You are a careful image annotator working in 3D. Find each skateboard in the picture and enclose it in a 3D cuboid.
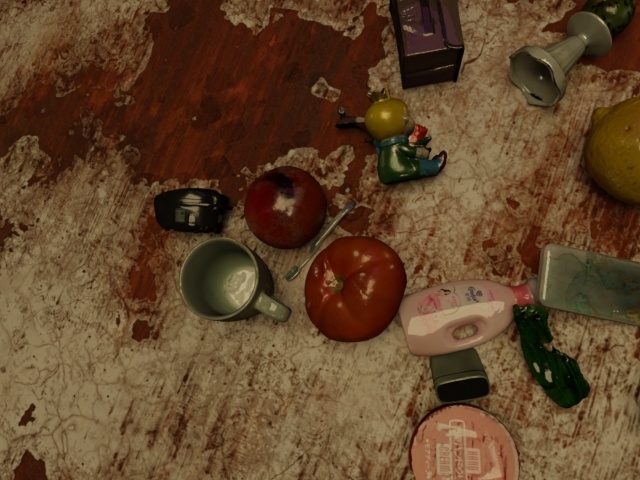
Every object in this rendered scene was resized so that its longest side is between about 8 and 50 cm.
[{"bbox_3d":[0.113,-0.297,1.399,0.151,0.067,0.080,9,89,9],"label":"skateboard"}]

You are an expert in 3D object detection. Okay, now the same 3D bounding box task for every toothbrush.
[{"bbox_3d":[0.000,0.000,1.372,0.021,0.027,0.269,39,86,29],"label":"toothbrush"}]

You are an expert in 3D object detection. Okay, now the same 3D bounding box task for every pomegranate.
[{"bbox_3d":[0.691,-0.567,1.292,0.122,0.161,0.122,-22,38,18],"label":"pomegranate"}]

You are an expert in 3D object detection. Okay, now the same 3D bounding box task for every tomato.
[{"bbox_3d":[0.087,0.115,1.237,0.259,0.180,0.260,-17,65,43],"label":"tomato"},{"bbox_3d":[-0.088,-0.083,1.325,0.208,0.184,0.208,-2,79,11],"label":"tomato"}]

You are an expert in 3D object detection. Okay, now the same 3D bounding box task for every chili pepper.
[{"bbox_3d":[0.492,0.247,1.159,0.083,0.099,0.253,-39,103,-34],"label":"chili pepper"}]

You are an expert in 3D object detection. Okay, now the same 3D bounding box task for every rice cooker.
[{"bbox_3d":[-0.335,-0.079,1.399,0.203,0.142,0.118,3,91,13],"label":"rice cooker"}]

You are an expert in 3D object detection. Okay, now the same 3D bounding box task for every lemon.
[{"bbox_3d":[0.706,-0.199,1.167,0.228,0.228,0.253,-36,57,2],"label":"lemon"}]

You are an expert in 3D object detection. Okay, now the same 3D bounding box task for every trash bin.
[{"bbox_3d":[0.306,0.298,1.185,0.116,0.130,0.059,-11,105,8],"label":"trash bin"}]

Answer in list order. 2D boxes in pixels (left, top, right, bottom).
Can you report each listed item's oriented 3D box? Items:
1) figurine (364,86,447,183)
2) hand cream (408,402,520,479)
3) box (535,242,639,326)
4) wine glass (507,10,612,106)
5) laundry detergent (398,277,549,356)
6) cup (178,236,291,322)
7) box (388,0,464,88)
[{"bbox_3d":[0.207,-0.264,1.317,0.185,0.127,0.234,-10,86,0],"label":"figurine"},{"bbox_3d":[0.305,0.462,1.148,0.230,0.149,0.230,-3,76,13],"label":"hand cream"},{"bbox_3d":[0.615,0.100,1.176,0.285,0.044,0.142,11,79,-6],"label":"box"},{"bbox_3d":[0.580,-0.437,1.287,0.196,0.165,0.165,-36,73,-5],"label":"wine glass"},{"bbox_3d":[0.354,0.164,1.231,0.335,0.088,0.159,-15,74,8],"label":"laundry detergent"},{"bbox_3d":[-0.173,0.123,1.271,0.258,0.234,0.186,29,85,17],"label":"cup"},{"bbox_3d":[0.264,-0.541,1.356,0.153,0.188,0.252,-8,79,7],"label":"box"}]
